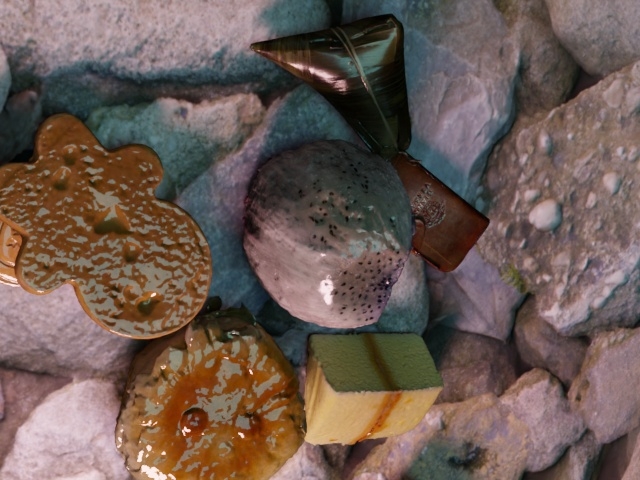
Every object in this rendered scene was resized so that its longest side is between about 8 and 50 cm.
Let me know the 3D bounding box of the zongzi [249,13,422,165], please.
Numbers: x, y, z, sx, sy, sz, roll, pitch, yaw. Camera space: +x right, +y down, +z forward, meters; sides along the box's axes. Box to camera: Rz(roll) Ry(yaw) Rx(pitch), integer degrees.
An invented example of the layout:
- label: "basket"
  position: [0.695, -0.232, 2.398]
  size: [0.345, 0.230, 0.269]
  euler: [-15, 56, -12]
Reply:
- label: "zongzi"
  position: [0.024, -0.222, 1.684]
  size: [0.241, 0.111, 0.248]
  euler: [-12, 116, -5]

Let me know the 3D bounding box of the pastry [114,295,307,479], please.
- label: "pastry"
  position: [-0.178, 0.267, 1.671]
  size: [0.329, 0.136, 0.330]
  euler: [-5, 104, -23]

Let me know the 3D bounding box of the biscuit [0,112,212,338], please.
- label: "biscuit"
  position: [-0.312, -0.012, 1.542]
  size: [0.355, 0.052, 0.275]
  euler: [43, 72, -16]

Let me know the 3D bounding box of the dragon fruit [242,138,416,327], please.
- label: "dragon fruit"
  position: [0.000, 0.000, 1.626]
  size: [0.204, 0.221, 0.283]
  euler: [12, 112, -25]

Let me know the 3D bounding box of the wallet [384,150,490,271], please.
- label: "wallet"
  position: [0.176, -0.046, 1.830]
  size: [0.255, 0.031, 0.137]
  euler: [35, 86, -29]

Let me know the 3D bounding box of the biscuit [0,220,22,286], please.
- label: "biscuit"
  position: [-0.422, 0.000, 1.546]
  size: [0.118, 0.023, 0.140]
  euler: [7, 99, -27]

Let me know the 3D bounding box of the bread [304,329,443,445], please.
- label: "bread"
  position: [0.069, 0.264, 1.859]
  size: [0.240, 0.135, 0.178]
  euler: [1, 136, -28]
